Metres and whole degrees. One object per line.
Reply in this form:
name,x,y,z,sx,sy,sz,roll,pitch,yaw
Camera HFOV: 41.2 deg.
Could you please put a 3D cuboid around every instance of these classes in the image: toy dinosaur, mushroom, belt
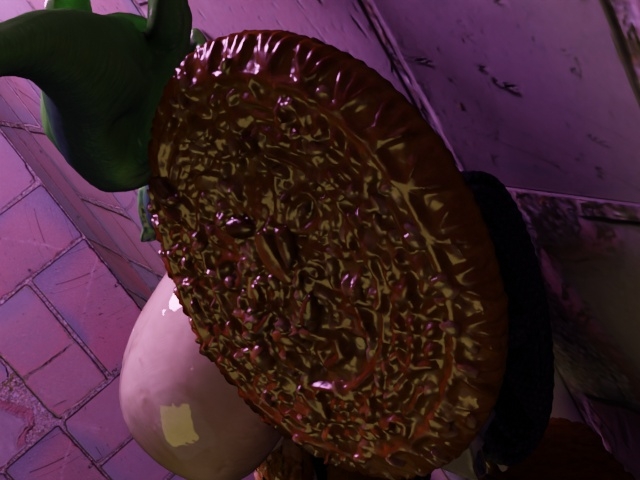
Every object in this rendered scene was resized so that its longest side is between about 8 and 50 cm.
toy dinosaur,-0.180,-0.051,0.650,0.144,0.500,0.374,13,127,4
mushroom,-0.031,0.131,0.912,0.336,0.314,0.314,25,165,-10
belt,0.077,0.055,0.603,0.126,0.139,0.230,7,130,42

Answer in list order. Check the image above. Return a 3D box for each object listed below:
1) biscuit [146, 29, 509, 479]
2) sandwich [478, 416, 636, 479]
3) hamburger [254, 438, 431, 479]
biscuit,-0.016,0.020,0.536,0.305,0.038,0.305,26,130,35
sandwich,0.197,0.237,0.605,0.250,0.162,0.301,36,-151,-13
hamburger,0.025,0.255,1.046,0.231,0.231,0.106,37,136,31
